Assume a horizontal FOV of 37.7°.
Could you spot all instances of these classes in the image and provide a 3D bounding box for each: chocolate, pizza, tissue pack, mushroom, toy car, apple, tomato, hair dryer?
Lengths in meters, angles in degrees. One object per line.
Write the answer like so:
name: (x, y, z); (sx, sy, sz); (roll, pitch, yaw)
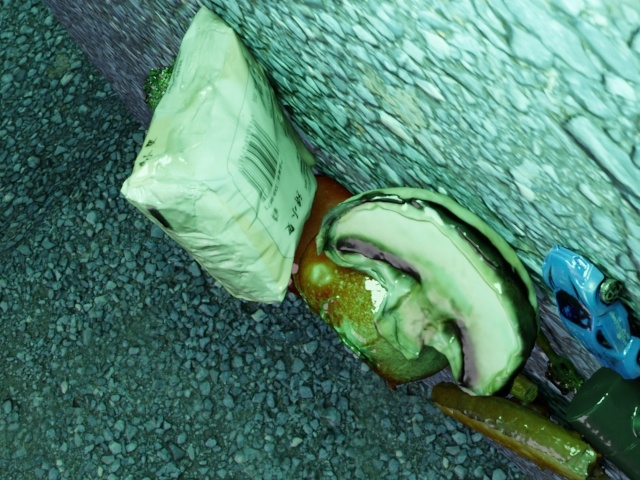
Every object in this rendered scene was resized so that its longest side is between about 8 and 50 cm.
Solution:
chocolate: (0.369, 0.279, 1.962); (0.085, 0.085, 0.219); (48, 170, -31)
pizza: (0.479, 0.421, 2.008); (0.406, 0.130, 0.440); (33, 171, -37)
tissue pack: (-0.129, -0.126, 1.510); (0.195, 0.375, 0.390); (-7, 141, 26)
mushroom: (0.160, 0.057, 1.307); (0.344, 0.130, 0.247); (37, 130, 12)
toy car: (0.326, 0.090, 1.115); (0.216, 0.063, 0.103); (48, 173, -32)
apple: (0.000, 0.000, 1.850); (0.260, 0.216, 0.260); (43, 170, 10)
tomato: (0.114, 0.080, 1.520); (0.303, 0.239, 0.303); (46, 178, 2)
hair dryer: (0.481, 0.270, 1.206); (0.244, 0.116, 0.302); (41, 166, 1)

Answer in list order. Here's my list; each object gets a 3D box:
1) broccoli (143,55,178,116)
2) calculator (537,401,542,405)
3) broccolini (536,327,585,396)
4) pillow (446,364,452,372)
broccoli: (-0.225, -0.271, 1.723); (0.176, 0.198, 0.226); (-81, -15, -58)
calculator: (0.434, 0.323, 2.080); (0.172, 0.018, 0.057); (44, 174, -2)
broccolini: (0.373, 0.170, 1.517); (0.254, 0.071, 0.057); (57, -152, -36)
pillow: (0.319, 0.299, 2.502); (0.118, 0.043, 0.185); (42, 173, 36)
